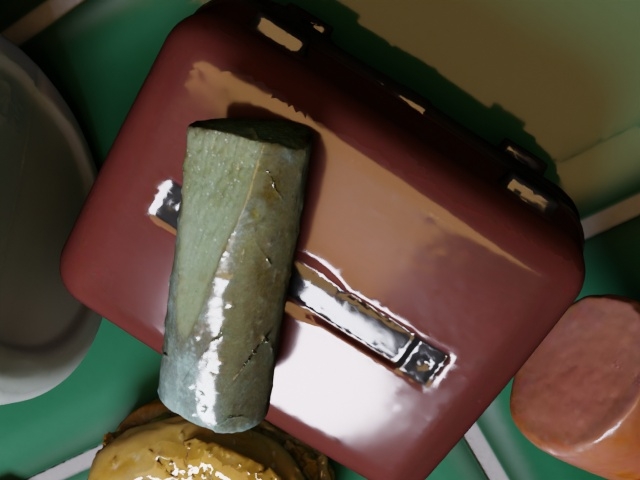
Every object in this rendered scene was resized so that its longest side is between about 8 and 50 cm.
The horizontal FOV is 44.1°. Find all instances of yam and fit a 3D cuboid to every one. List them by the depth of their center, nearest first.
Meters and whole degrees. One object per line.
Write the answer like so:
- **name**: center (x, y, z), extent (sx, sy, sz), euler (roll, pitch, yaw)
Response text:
- **yam**: center (-0.047, 0.020, 0.420), extent (0.068, 0.068, 0.169), euler (12, 111, 6)

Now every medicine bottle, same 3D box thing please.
- **medicine bottle**: center (-0.304, -0.003, 0.532), extent (0.240, 0.252, 0.253), euler (-11, 107, 13)

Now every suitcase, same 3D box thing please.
- **suitcase**: center (0.000, 0.000, 0.529), extent (0.297, 0.161, 0.236), euler (31, 112, -3)

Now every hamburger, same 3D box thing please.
- **hamburger**: center (-0.097, 0.225, 0.657), extent (0.213, 0.108, 0.214), euler (2, 111, 4)

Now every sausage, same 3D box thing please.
- **sausage**: center (0.252, 0.123, 0.525), extent (0.259, 0.114, 0.114), euler (24, 114, -28)
